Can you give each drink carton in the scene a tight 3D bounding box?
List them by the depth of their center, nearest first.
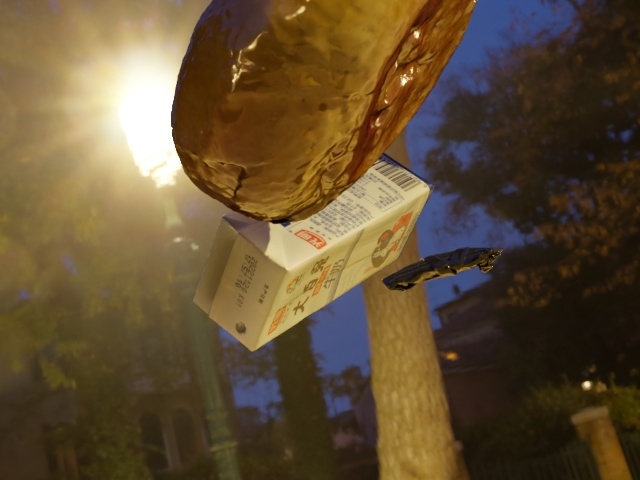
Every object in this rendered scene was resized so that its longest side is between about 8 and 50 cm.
[{"bbox_3d":[0.000,0.000,1.082,0.315,0.106,0.130,-29,-31,-49],"label":"drink carton"}]

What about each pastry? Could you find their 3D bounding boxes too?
[{"bbox_3d":[0.008,-0.168,0.776,0.356,0.164,0.356,-51,-10,-12],"label":"pastry"}]

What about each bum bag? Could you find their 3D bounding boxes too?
[{"bbox_3d":[0.196,0.046,1.453,0.198,0.049,0.087,-16,8,7],"label":"bum bag"}]
